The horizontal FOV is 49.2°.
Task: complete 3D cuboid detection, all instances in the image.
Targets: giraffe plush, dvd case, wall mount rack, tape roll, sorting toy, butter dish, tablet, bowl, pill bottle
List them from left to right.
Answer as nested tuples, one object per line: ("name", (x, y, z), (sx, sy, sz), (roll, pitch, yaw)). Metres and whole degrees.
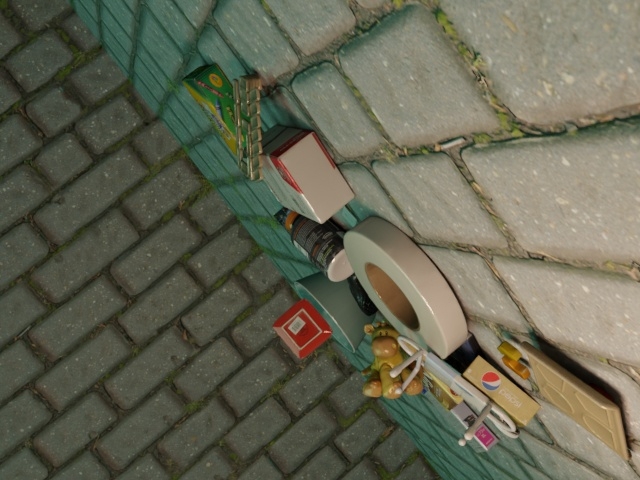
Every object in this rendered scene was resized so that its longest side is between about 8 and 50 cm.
("butter dish", (-0.051, 0.293, 2.384), (0.160, 0.160, 0.118), (49, -168, 5))
("pill bottle", (0.000, 0.000, 2.029), (0.246, 0.130, 0.130), (43, 167, 35))
("bowl", (0.070, 0.209, 2.354), (0.311, 0.163, 0.311), (48, 170, 12))
("tablet", (0.075, -0.062, 1.844), (0.054, 0.006, 0.083), (49, 169, 9))
("giraffe plush", (0.192, 0.315, 1.933), (0.210, 0.181, 0.170), (-114, 18, -72))
("tape roll", (0.199, 0.117, 1.700), (0.392, 0.072, 0.392), (49, 165, 18))
("wall mount rack", (0.284, 0.360, 1.626), (0.350, 0.130, 0.304), (37, 166, 19))
("dvd case", (0.334, 0.247, 1.795), (0.253, 0.022, 0.180), (35, 162, 53))
("sorting toy", (0.460, 0.275, 1.348), (0.307, 0.041, 0.229), (39, 169, 47))

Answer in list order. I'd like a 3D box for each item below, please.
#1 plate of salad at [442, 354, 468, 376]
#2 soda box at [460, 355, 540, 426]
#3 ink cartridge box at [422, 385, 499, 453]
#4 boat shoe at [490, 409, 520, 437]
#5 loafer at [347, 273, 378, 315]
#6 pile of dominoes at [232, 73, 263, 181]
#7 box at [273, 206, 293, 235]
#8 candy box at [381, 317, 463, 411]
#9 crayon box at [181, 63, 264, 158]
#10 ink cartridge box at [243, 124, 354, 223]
("plate of salad", (0.375, 0.349, 1.838), (0.200, 0.048, 0.200), (39, 176, 3))
("soda box", (0.420, 0.354, 1.637), (0.181, 0.061, 0.058), (40, 167, 15))
("ink cartridge box", (0.441, 0.559, 2.296), (0.311, 0.065, 0.186), (45, 168, 15))
("boat shoe", (0.482, 0.467, 1.871), (0.142, 0.049, 0.040), (45, 129, 14))
("loafer", (0.130, 0.146, 2.157), (0.078, 0.076, 0.223), (47, 165, 46))
("pile of dominoes", (-0.162, -0.270, 1.695), (0.196, 0.040, 0.251), (-136, 40, -57))
("box", (-0.083, -0.050, 2.421), (0.159, 0.044, 0.233), (51, 169, -5))
("candy box", (0.307, 0.345, 2.047), (0.316, 0.087, 0.183), (48, 168, 16))
("crayon box", (-0.273, -0.371, 2.018), (0.278, 0.081, 0.165), (55, 168, -23))
("ink cartridge box", (-0.060, -0.171, 1.736), (0.197, 0.114, 0.273), (56, 167, -24))
